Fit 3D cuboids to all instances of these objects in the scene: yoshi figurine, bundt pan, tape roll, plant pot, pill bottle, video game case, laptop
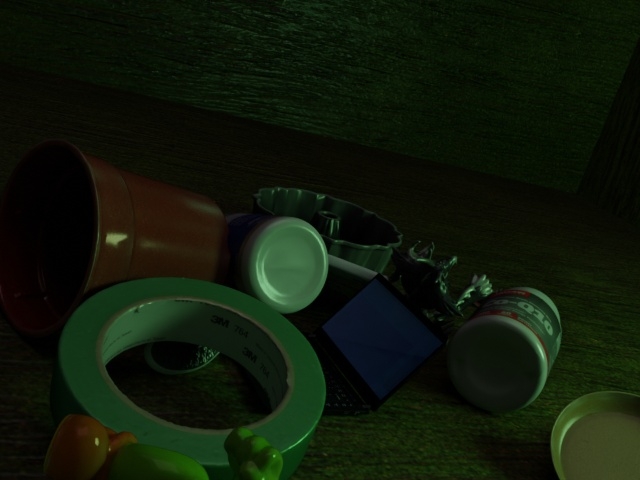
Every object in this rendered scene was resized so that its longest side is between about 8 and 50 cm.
[{"bbox_3d":[-0.076,0.279,0.624,0.362,0.204,0.203,21,33,4],"label":"yoshi figurine"},{"bbox_3d":[0.000,0.000,1.623,0.330,0.124,0.331,16,18,-5],"label":"bundt pan"},{"bbox_3d":[-0.155,0.170,0.928,0.321,0.077,0.321,15,30,-9],"label":"tape roll"},{"bbox_3d":[0.435,0.318,1.070,0.236,0.032,0.236,3,45,-3],"label":"plant pot"},{"bbox_3d":[0.331,0.175,1.334,0.161,0.161,0.283,23,18,18],"label":"pill bottle"},{"bbox_3d":[-0.116,0.031,1.277,0.153,0.153,0.264,5,0,-33],"label":"pill bottle"},{"bbox_3d":[0.025,0.074,1.409,0.201,0.023,0.183,20,-22,11],"label":"video game case"},{"bbox_3d":[0.013,0.146,1.168,0.264,0.137,0.234,8,19,-28],"label":"laptop"},{"bbox_3d":[-0.293,0.009,1.133,0.272,0.272,0.265,32,15,39],"label":"plant pot"}]

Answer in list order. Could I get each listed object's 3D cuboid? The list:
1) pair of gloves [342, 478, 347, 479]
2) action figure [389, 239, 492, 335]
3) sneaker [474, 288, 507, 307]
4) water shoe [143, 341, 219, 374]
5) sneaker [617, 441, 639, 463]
[{"bbox_3d":[0.074,0.334,0.842,0.159,0.023,0.198,19,16,11],"label":"pair of gloves"},{"bbox_3d":[0.193,0.077,1.310,0.164,0.141,0.276,41,-20,17],"label":"action figure"},{"bbox_3d":[0.394,0.131,1.689,0.061,0.065,0.158,2,23,-40],"label":"sneaker"},{"bbox_3d":[-0.185,0.146,1.126,0.080,0.073,0.203,-18,2,42],"label":"water shoe"},{"bbox_3d":[0.484,0.303,1.204,0.228,0.087,0.092,-3,33,-46],"label":"sneaker"}]
